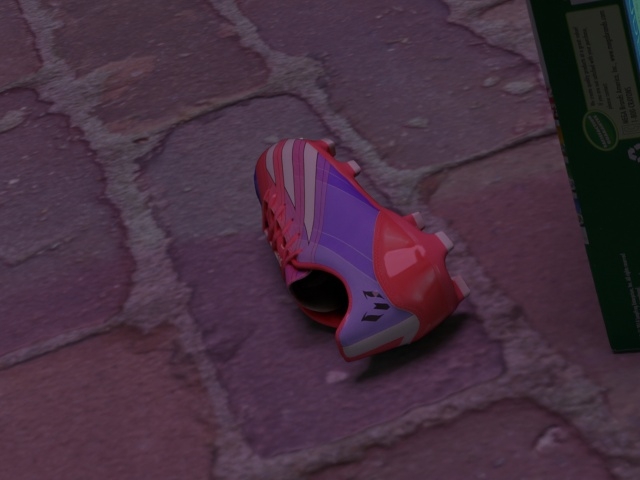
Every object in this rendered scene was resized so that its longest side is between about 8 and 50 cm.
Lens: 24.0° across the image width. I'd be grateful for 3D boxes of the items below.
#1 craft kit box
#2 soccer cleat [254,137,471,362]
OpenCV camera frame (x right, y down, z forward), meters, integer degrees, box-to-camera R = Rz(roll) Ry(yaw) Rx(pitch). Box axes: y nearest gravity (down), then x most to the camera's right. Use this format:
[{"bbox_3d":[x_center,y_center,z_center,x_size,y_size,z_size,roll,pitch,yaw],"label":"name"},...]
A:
[{"bbox_3d":[0.179,-0.106,0.882,0.061,0.250,0.247,-6,29,22],"label":"craft kit box"},{"bbox_3d":[0.000,0.000,0.976,0.095,0.083,0.248,-30,33,-15],"label":"soccer cleat"}]
